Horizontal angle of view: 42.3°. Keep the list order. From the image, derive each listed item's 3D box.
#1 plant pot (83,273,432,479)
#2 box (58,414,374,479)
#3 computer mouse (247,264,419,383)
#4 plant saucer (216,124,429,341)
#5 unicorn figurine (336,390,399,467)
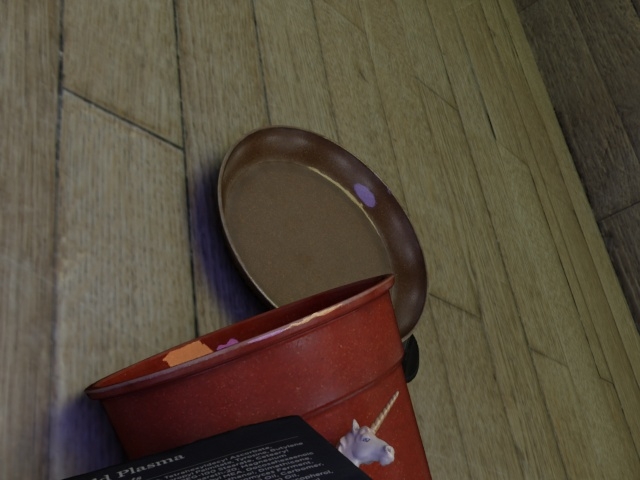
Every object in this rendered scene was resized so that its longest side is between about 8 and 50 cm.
[{"bbox_3d":[-0.021,0.198,0.696,0.272,0.273,0.264,-20,90,-60],"label":"plant pot"},{"bbox_3d":[-0.014,0.306,0.406,0.179,0.312,0.343,-12,99,-20],"label":"box"},{"bbox_3d":[0.019,0.068,1.049,0.262,0.060,0.184,35,41,-18],"label":"computer mouse"},{"bbox_3d":[0.000,0.000,0.999,0.311,0.050,0.310,25,45,-28],"label":"plant saucer"},{"bbox_3d":[0.035,0.198,0.546,0.060,0.161,0.111,5,15,-25],"label":"unicorn figurine"}]
